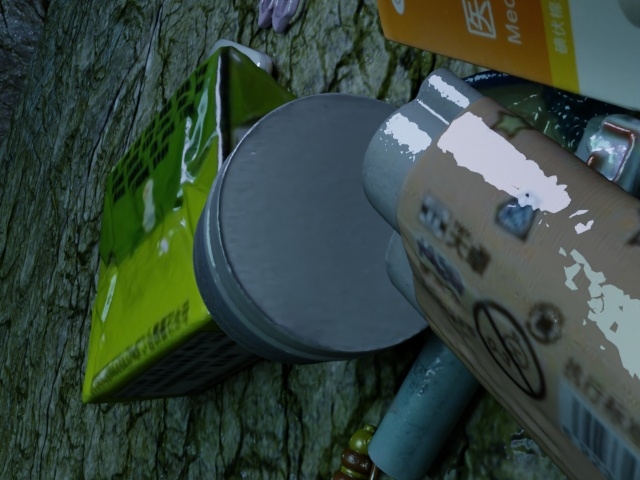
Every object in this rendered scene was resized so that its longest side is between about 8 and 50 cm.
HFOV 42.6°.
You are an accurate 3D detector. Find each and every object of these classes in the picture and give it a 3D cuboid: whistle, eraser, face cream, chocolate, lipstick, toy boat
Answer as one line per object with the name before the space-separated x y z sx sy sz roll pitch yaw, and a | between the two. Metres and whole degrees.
whistle | 0.020 0.194 0.624 0.046 0.057 0.109 19 89 18
eraser | 0.132 0.054 0.377 0.087 0.171 0.290 -30 46 -12
face cream | 0.000 0.000 0.598 0.153 0.177 0.177 146 134 -72
chocolate | -0.127 0.005 0.860 0.301 0.137 0.288 -35 48 46
lipstick | 0.087 0.094 0.572 0.157 0.048 0.048 -64 33 15
toy boat | 0.156 -0.048 0.470 0.262 0.115 0.114 36 106 57

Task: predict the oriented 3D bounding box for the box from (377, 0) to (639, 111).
box | 0.152 -0.191 0.377 0.143 0.224 0.341 -33 38 -18

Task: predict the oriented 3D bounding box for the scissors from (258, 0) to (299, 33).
scissors | -0.023 -0.350 0.973 0.110 0.021 0.212 38 108 60

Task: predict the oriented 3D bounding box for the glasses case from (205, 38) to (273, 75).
glasses case | -0.104 -0.210 1.011 0.164 0.041 0.063 36 104 57
